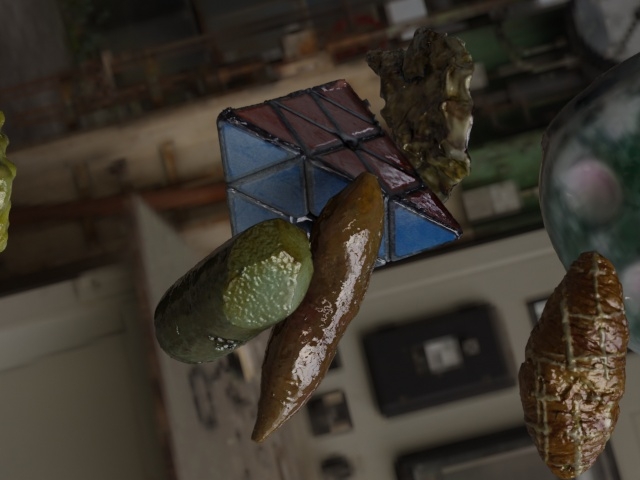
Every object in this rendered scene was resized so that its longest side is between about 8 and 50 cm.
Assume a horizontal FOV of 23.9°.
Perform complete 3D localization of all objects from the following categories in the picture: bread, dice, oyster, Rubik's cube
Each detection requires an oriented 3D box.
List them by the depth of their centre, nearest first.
[{"bbox_3d":[0.000,0.000,1.217,0.190,0.178,0.211,38,27,19],"label":"Rubik's cube"},{"bbox_3d":[0.247,0.126,1.472,0.076,0.105,0.233,-54,152,-81],"label":"bread"},{"bbox_3d":[0.112,-0.141,1.672,0.223,0.083,0.214,137,-49,-66],"label":"oyster"},{"bbox_3d":[0.492,-0.062,1.866,0.330,0.328,0.348,-13,71,-52],"label":"dice"}]

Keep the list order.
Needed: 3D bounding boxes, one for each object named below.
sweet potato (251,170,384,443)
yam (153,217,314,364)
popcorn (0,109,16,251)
[{"bbox_3d":[0.000,0.052,1.124,0.065,0.051,0.218,16,97,-54],"label":"sweet potato"},{"bbox_3d":[-0.058,0.038,1.025,0.146,0.069,0.070,-33,-114,54],"label":"yam"},{"bbox_3d":[-0.406,-0.059,1.424,0.258,0.224,0.270,138,-64,-71],"label":"popcorn"}]
